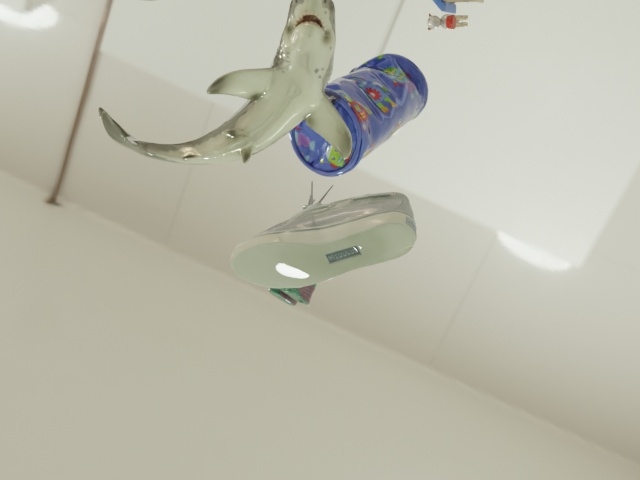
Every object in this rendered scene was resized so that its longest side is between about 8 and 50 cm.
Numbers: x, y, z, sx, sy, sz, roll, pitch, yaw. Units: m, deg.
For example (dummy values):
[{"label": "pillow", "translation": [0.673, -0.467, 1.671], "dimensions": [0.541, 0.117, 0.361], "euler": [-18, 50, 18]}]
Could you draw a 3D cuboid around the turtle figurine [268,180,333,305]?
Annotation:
[{"label": "turtle figurine", "translation": [0.000, 0.000, 1.908], "dimensions": [0.118, 0.234, 0.175], "euler": [27, 165, 3]}]

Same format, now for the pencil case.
[{"label": "pencil case", "translation": [0.055, -0.194, 1.638], "dimensions": [0.133, 0.119, 0.306], "euler": [42, -149, 5]}]

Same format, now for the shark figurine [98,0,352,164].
[{"label": "shark figurine", "translation": [-0.078, -0.134, 1.106], "dimensions": [0.166, 0.278, 0.116], "euler": [54, -161, -25]}]

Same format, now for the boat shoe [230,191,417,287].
[{"label": "boat shoe", "translation": [0.004, -0.005, 1.315], "dimensions": [0.227, 0.079, 0.081], "euler": [-12, -140, 14]}]

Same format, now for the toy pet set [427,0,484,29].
[{"label": "toy pet set", "translation": [0.133, -0.290, 1.205], "dimensions": [0.065, 0.122, 0.114], "euler": [6, -170, 25]}]
